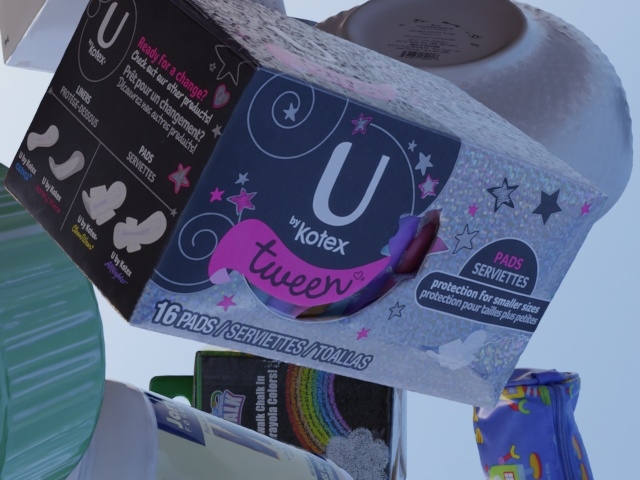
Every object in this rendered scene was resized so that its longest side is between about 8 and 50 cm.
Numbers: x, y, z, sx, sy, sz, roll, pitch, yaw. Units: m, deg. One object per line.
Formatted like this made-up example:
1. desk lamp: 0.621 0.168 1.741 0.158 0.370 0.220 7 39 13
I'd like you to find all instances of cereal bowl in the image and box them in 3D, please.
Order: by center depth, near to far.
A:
1. cereal bowl: 0.103 -0.125 1.661 0.339 0.141 0.339 -2 -147 1

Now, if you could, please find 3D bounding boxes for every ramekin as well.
1. ramekin: -0.294 0.075 1.339 0.303 0.303 0.148 -28 174 37

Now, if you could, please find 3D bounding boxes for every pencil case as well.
1. pencil case: 0.238 0.280 1.977 0.119 0.306 0.133 -7 172 -34

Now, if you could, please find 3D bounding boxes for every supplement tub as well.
1. supplement tub: -0.147 0.259 1.690 0.235 0.325 0.235 -39 -142 40

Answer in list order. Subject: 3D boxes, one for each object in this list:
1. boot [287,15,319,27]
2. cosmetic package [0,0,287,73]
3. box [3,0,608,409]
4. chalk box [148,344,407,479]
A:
1. boot: -0.120 -0.200 2.122 0.112 0.305 0.115 6 -88 47
2. cosmetic package: -0.172 -0.265 1.737 0.138 0.224 0.224 -49 -136 45
3. box: -0.004 -0.028 0.983 0.163 0.247 0.142 41 -70 48
4. chalk box: -0.051 0.202 2.184 0.289 0.180 0.179 2 -175 8
